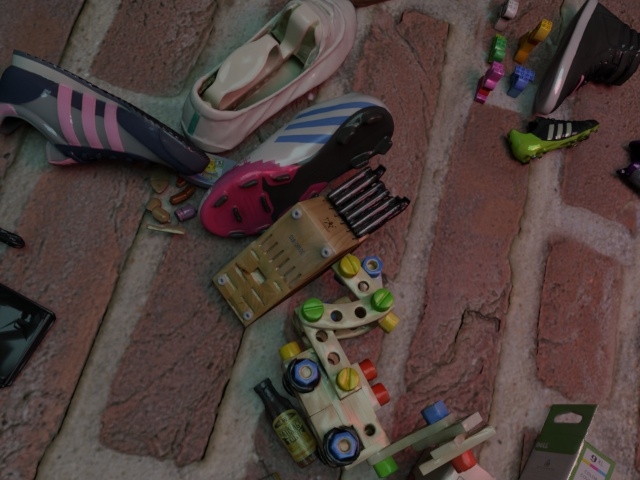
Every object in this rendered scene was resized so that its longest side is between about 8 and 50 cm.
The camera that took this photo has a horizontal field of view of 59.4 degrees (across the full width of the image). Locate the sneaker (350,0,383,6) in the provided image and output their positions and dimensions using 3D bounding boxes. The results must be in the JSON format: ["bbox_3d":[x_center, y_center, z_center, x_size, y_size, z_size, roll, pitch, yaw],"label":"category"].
[{"bbox_3d":[0.093,-0.471,1.024,0.118,0.042,0.067,-21,83,-25],"label":"sneaker"}]

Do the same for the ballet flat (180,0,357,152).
[{"bbox_3d":[-0.061,-0.295,0.892,0.139,0.139,0.400,42,70,2],"label":"ballet flat"}]

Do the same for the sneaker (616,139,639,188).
[{"bbox_3d":[0.638,-0.185,1.040,0.098,0.083,0.224,35,70,5],"label":"sneaker"}]

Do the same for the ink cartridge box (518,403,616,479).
[{"bbox_3d":[0.347,0.342,0.803,0.062,0.109,0.209,35,69,-1],"label":"ink cartridge box"}]

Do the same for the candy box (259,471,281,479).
[{"bbox_3d":[-0.074,0.342,0.661,0.105,0.206,0.027,-16,93,-16],"label":"candy box"}]

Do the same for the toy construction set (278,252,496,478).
[{"bbox_3d":[0.069,0.181,0.757,0.215,0.151,0.328,-24,58,-18],"label":"toy construction set"}]

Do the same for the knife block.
[{"bbox_3d":[0.000,0.000,0.854,0.275,0.242,0.088,-40,82,25],"label":"knife block"}]

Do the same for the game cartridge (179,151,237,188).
[{"bbox_3d":[-0.172,-0.107,0.864,0.083,0.017,0.056,14,65,-15],"label":"game cartridge"}]

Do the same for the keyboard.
[{"bbox_3d":[-0.503,0.040,0.749,0.317,0.033,0.201,30,77,-3],"label":"keyboard"}]

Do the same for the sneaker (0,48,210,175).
[{"bbox_3d":[-0.319,-0.148,0.814,0.319,0.112,0.131,27,92,4],"label":"sneaker"}]

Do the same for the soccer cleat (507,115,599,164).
[{"bbox_3d":[0.420,-0.196,1.006,0.179,0.060,0.072,-20,77,-14],"label":"soccer cleat"}]

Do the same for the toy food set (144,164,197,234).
[{"bbox_3d":[-0.223,-0.064,0.849,0.078,0.019,0.122,9,64,-10],"label":"toy food set"}]

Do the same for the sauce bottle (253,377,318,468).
[{"bbox_3d":[-0.049,0.252,0.780,0.042,0.042,0.128,-35,83,-19],"label":"sauce bottle"}]

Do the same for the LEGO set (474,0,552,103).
[{"bbox_3d":[0.363,-0.356,1.021,0.087,0.093,0.227,20,70,-6],"label":"LEGO set"}]

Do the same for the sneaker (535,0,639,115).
[{"bbox_3d":[0.507,-0.320,1.035,0.147,0.104,0.296,31,65,4],"label":"sneaker"}]

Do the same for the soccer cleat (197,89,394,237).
[{"bbox_3d":[-0.043,-0.121,0.869,0.331,0.116,0.143,-30,40,-5],"label":"soccer cleat"}]

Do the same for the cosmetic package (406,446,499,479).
[{"bbox_3d":[0.136,0.435,0.720,0.153,0.129,0.296,40,70,2],"label":"cosmetic package"}]
